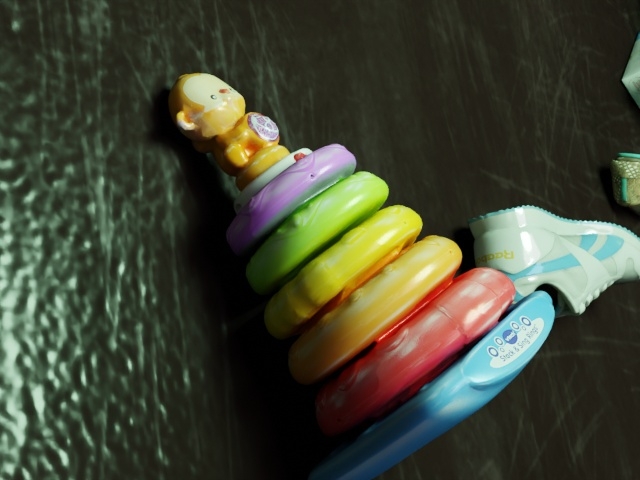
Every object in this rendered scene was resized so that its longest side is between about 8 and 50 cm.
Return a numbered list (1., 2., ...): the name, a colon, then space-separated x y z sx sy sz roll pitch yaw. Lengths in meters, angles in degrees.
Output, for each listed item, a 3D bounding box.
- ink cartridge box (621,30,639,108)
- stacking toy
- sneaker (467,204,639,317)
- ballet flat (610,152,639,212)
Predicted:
1. ink cartridge box: 0.439 -0.199 1.473 0.104 0.061 0.181 52 39 -16
2. stacking toy: 0.000 0.000 0.798 0.302 0.166 0.175 52 41 6
3. sneaker: 0.223 0.030 1.083 0.228 0.087 0.092 7 72 -41
4. ballet flat: 0.392 -0.063 1.355 0.206 0.073 0.067 1 98 -47
